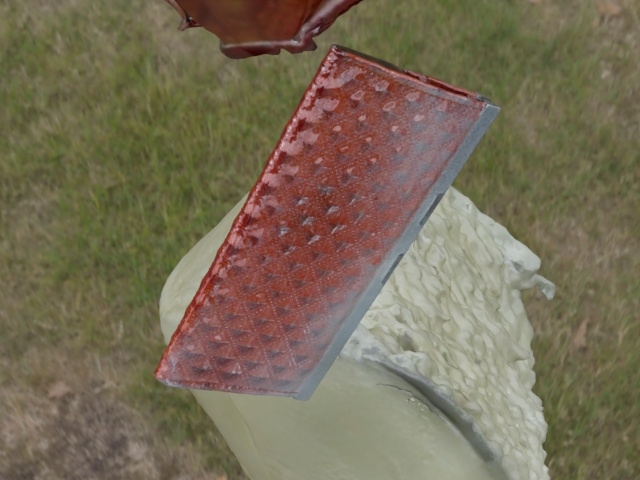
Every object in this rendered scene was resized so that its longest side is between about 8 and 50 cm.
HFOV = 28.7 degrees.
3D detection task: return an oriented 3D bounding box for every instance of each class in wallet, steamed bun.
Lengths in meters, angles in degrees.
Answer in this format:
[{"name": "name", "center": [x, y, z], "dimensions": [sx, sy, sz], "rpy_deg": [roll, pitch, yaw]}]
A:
[{"name": "wallet", "center": [0.000, 0.000, 0.621], "dimensions": [0.103, 0.196, 0.020], "rpy_deg": [11, 30, -38]}, {"name": "steamed bun", "center": [0.026, 0.086, 0.914], "dimensions": [0.273, 0.272, 0.290], "rpy_deg": [-37, 98, 13]}]

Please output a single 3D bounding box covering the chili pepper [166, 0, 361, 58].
[{"name": "chili pepper", "center": [-0.002, -0.207, 0.460], "dimensions": [0.144, 0.136, 0.253], "rpy_deg": [34, 59, -21]}]
